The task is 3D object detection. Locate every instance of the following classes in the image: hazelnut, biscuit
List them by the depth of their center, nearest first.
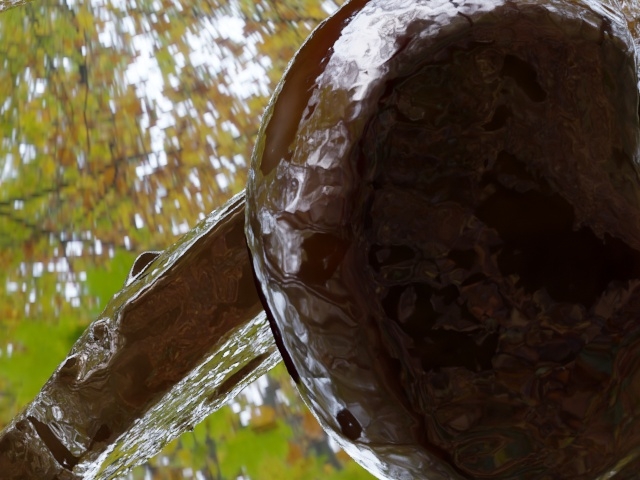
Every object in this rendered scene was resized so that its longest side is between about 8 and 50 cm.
[{"bbox_3d":[0.061,0.012,0.547,0.204,0.178,0.178,37,-82,-24],"label":"hazelnut"},{"bbox_3d":[-0.001,-0.002,0.821,0.062,0.385,0.365,51,-46,6],"label":"biscuit"}]

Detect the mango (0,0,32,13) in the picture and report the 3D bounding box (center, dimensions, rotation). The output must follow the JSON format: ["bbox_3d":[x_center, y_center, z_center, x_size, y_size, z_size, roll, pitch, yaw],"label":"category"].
[{"bbox_3d":[-0.169,-0.183,0.737,0.350,0.201,0.199,-11,-58,-8],"label":"mango"}]
